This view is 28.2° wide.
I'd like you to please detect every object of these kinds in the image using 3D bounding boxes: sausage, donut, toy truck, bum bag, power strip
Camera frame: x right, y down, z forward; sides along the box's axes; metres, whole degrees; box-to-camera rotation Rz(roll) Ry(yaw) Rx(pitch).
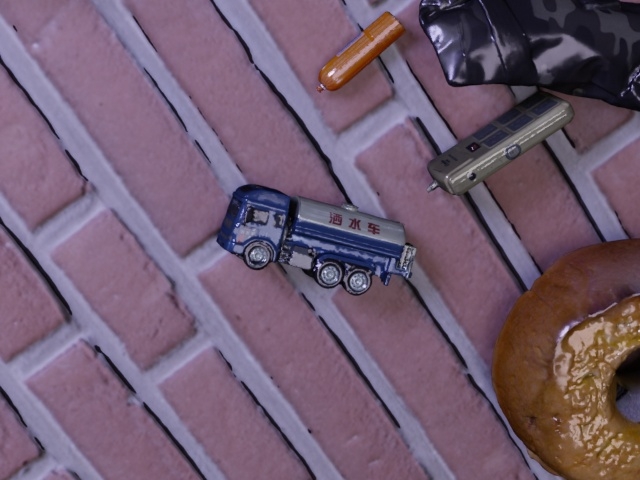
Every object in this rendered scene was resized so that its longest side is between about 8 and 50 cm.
[{"bbox_3d":[0.037,-0.187,1.288,0.107,0.031,0.031,-41,109,3],"label":"sausage"},{"bbox_3d":[0.349,0.136,1.385,0.317,0.150,0.299,-44,106,2],"label":"donut"},{"bbox_3d":[0.000,0.000,1.309,0.202,0.074,0.088,15,97,-16],"label":"toy truck"},{"bbox_3d":[0.260,-0.200,1.295,0.340,0.095,0.144,7,74,-15],"label":"bum bag"},{"bbox_3d":[0.179,-0.099,1.319,0.169,0.076,0.028,-33,112,-2],"label":"power strip"}]
